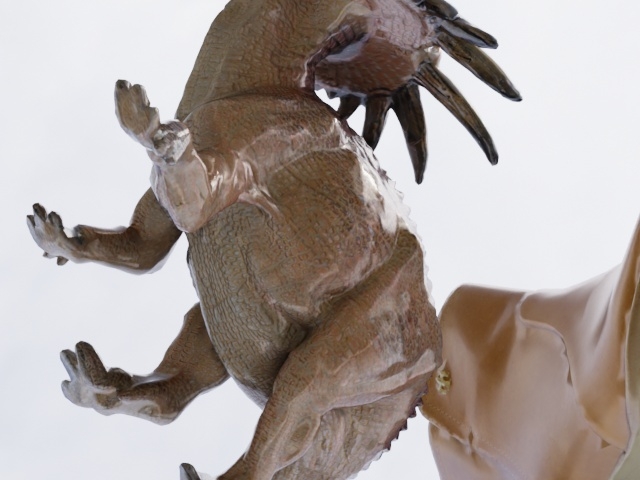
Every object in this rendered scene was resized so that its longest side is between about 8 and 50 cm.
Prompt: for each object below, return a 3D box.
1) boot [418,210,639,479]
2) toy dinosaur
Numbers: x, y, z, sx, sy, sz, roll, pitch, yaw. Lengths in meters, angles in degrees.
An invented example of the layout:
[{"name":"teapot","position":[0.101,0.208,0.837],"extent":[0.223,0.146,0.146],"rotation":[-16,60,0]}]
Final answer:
[{"name":"boot","position":[0.123,0.045,0.794],"extent":[0.211,0.104,0.295],"rotation":[31,-59,57]},{"name":"toy dinosaur","position":[0.000,0.000,0.685],"extent":[0.200,0.296,0.127],"rotation":[-20,-162,-32]}]
